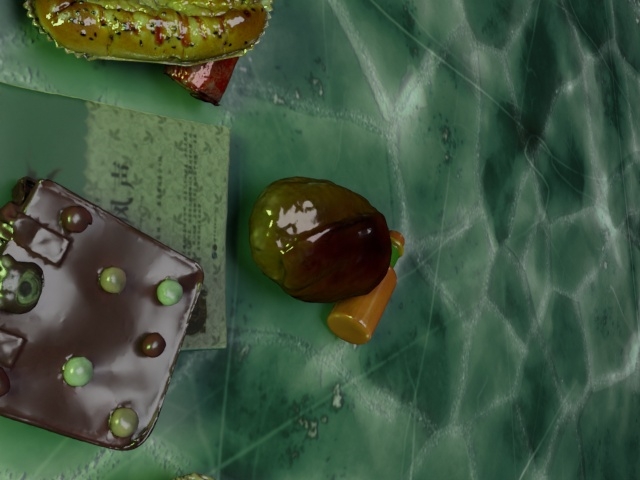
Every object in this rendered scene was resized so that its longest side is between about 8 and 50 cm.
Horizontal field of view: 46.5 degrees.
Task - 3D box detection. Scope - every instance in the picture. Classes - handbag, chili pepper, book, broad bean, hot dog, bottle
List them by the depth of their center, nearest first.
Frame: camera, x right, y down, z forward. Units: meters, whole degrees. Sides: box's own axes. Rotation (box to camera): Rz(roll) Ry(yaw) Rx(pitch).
[{"bbox_3d":[-0.220,0.071,0.680,0.216,0.074,0.203,36,63,-42],"label":"handbag"},{"bbox_3d":[-0.239,-0.012,0.739,0.379,0.031,0.263,3,86,-48],"label":"book"},{"bbox_3d":[-0.165,-0.240,0.749,0.253,0.069,0.131,-11,86,-22],"label":"hot dog"},{"bbox_3d":[-0.121,-0.249,0.850,0.084,0.086,0.192,19,81,-18],"label":"chili pepper"},{"bbox_3d":[-0.003,0.001,0.945,0.229,0.122,0.156,14,94,-42],"label":"broad bean"},{"bbox_3d":[0.075,0.059,1.070,0.069,0.069,0.187,57,46,-30],"label":"bottle"}]

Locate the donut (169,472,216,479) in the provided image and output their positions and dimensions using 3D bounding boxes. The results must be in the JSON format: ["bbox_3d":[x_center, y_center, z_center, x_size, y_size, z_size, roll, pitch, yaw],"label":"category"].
[{"bbox_3d":[-0.149,0.340,0.769,0.126,0.144,0.186,-9,64,-55],"label":"donut"}]
